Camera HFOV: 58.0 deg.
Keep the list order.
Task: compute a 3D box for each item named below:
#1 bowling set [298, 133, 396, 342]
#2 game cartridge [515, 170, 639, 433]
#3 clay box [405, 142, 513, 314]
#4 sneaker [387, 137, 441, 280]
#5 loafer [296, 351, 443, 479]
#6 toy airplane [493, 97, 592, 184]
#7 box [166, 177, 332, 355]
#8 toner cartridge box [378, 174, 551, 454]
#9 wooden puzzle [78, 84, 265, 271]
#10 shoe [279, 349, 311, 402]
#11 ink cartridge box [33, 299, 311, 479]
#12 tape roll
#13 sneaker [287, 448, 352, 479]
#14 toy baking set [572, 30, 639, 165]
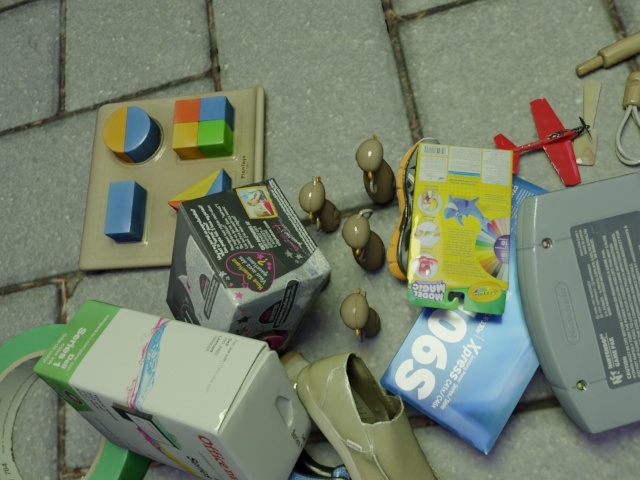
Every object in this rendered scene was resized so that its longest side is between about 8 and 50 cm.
[{"bbox_3d":[0.000,0.000,0.844,0.200,0.154,0.287,0,73,15],"label":"bowling set"},{"bbox_3d":[0.351,0.074,0.713,0.196,0.060,0.294,-12,88,-11],"label":"game cartridge"},{"bbox_3d":[0.182,-0.014,0.763,0.127,0.053,0.222,6,75,6],"label":"clay box"},{"bbox_3d":[0.160,-0.046,0.842,0.083,0.084,0.215,0,81,49],"label":"sneaker"},{"bbox_3d":[0.078,0.252,0.725,0.268,0.102,0.092,47,121,11],"label":"loafer"},{"bbox_3d":[0.326,-0.146,0.864,0.151,0.028,0.151,-5,75,17],"label":"toy airplane"},{"bbox_3d":[-0.111,0.066,0.787,0.142,0.247,0.163,-20,64,-29],"label":"box"},{"bbox_3d":[0.241,0.094,0.791,0.165,0.075,0.348,29,82,20],"label":"toner cartridge box"},{"bbox_3d":[-0.266,-0.117,0.994,0.348,0.080,0.322,-5,72,14],"label":"wooden puzzle"},{"bbox_3d":[-0.084,0.259,0.828,0.058,0.076,0.219,35,83,27],"label":"shoe"},{"bbox_3d":[-0.175,0.199,0.718,0.278,0.201,0.117,8,50,26],"label":"ink cartridge box"},{"bbox_3d":[-0.419,0.296,0.909,0.321,0.077,0.321,-4,72,13],"label":"tape roll"},{"bbox_3d":[0.038,0.364,0.734,0.330,0.130,0.147,31,86,22],"label":"sneaker"},{"bbox_3d":[0.476,-0.216,0.848,0.256,0.030,0.197,-21,69,9],"label":"toy baking set"}]
